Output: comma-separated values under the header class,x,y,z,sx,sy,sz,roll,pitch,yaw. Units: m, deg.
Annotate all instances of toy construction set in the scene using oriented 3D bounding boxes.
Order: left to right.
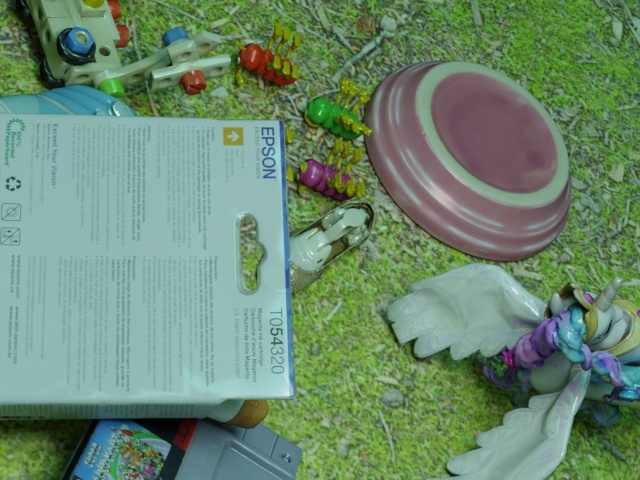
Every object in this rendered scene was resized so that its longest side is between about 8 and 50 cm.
class,x,y,z,sx,sy,sz,roll,pitch,yaw
toy construction set,-0.257,-0.287,1.962,0.215,0.151,0.327,-7,51,-37

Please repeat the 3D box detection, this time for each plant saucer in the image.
class,x,y,z,sx,sy,sz,roll,pitch,yaw
plant saucer,0.223,-0.129,2.187,0.332,0.084,0.332,18,49,-21

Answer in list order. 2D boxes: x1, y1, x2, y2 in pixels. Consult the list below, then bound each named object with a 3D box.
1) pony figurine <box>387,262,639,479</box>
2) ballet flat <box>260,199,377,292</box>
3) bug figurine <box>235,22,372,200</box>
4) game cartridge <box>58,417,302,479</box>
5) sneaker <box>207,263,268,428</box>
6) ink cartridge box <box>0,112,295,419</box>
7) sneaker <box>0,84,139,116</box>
class,x,y,z,sx,sy,sz,roll,pitch,yaw
pony figurine,0.290,0.144,1.886,0.363,0.351,0.303,11,53,-50
ballet flat,0.000,0.000,1.955,0.073,0.067,0.206,47,46,5
bug figurine,-0.033,-0.148,2.043,0.216,0.072,0.279,27,42,-22
game cartridge,-0.150,0.267,1.595,0.230,0.068,0.355,37,28,-9
sneaker,-0.105,0.109,1.765,0.123,0.106,0.290,31,30,-22
ink cartridge box,-0.198,0.025,1.627,0.330,0.071,0.324,1,66,-9
sneaker,-0.255,-0.057,1.794,0.208,0.127,0.319,-24,73,-41
